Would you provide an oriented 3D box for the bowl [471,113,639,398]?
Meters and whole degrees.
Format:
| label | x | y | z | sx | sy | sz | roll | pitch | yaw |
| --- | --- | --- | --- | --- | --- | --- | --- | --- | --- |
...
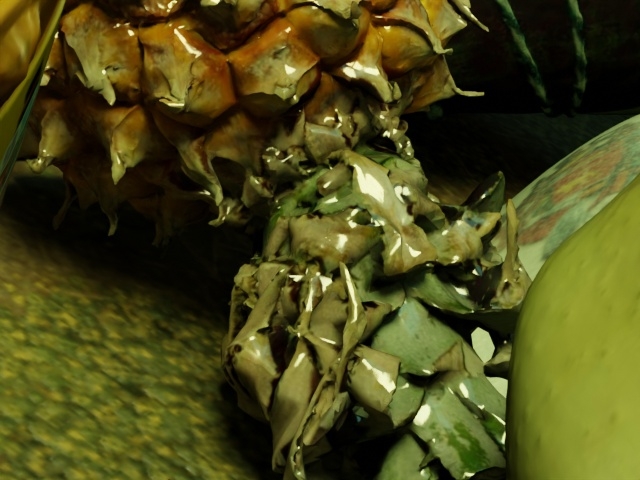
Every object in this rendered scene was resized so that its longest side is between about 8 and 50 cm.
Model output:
| label | x | y | z | sx | sy | sz | roll | pitch | yaw |
| --- | --- | --- | --- | --- | --- | --- | --- | --- | --- |
| bowl | 0.292 | 0.034 | 1.018 | 0.435 | 0.196 | 0.435 | 21 | 27 | -11 |

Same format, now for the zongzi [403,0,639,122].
| label | x | y | z | sx | sy | sz | roll | pitch | yaw |
| --- | --- | --- | --- | --- | --- | --- | --- | --- | --- |
| zongzi | 0.093 | -0.157 | 1.101 | 0.383 | 0.319 | 0.362 | -10 | 19 | 25 |

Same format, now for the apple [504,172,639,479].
| label | x | y | z | sx | sy | sz | roll | pitch | yaw |
| --- | --- | --- | --- | --- | --- | --- | --- | --- | --- |
| apple | 0.244 | 0.100 | 0.684 | 0.357 | 0.357 | 0.357 | 21 | 26 | -11 |

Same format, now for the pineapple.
| label | x | y | z | sx | sy | sz | roll | pitch | yaw |
| --- | --- | --- | --- | --- | --- | --- | --- | --- | --- |
| pineapple | 0.000 | 0.000 | 0.842 | 0.262 | 0.262 | 0.271 | -3 | 61 | -46 |

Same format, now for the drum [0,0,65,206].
| label | x | y | z | sx | sy | sz | roll | pitch | yaw |
| --- | --- | --- | --- | --- | --- | --- | --- | --- | --- |
| drum | -0.264 | -0.074 | 0.418 | 0.431 | 0.214 | 0.431 | 14 | 45 | -15 |
